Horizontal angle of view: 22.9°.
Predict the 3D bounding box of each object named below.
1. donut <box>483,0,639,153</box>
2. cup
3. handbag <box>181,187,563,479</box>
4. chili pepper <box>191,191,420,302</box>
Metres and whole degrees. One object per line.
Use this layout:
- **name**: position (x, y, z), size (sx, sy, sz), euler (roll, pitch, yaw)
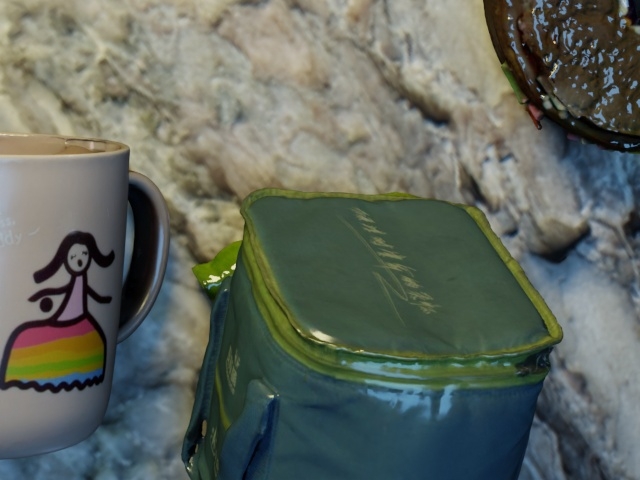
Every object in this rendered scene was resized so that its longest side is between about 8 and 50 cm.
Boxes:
- **donut**: position (0.244, -0.198, 1.227), size (0.269, 0.103, 0.270), euler (-3, 98, -19)
- **cup**: position (-0.206, 0.030, 1.081), size (0.252, 0.191, 0.201), euler (-8, 103, -49)
- **handbag**: position (0.027, 0.117, 1.087), size (0.222, 0.263, 0.241), euler (2, 114, -14)
- **chili pepper**: position (0.000, 0.000, 1.197), size (0.201, 0.050, 0.052), euler (-17, 142, -12)
